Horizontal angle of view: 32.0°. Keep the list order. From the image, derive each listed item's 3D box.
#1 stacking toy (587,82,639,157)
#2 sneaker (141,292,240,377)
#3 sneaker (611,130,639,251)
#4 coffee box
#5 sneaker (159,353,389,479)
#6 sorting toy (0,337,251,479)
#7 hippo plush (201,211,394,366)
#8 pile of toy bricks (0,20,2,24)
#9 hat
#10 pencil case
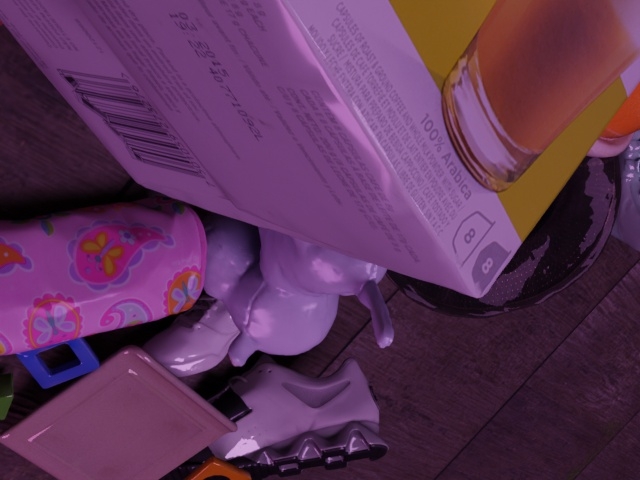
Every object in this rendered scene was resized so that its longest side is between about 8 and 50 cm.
[{"bbox_3d":[0.380,-0.286,0.921,0.480,0.350,0.351,-14,158,32],"label":"stacking toy"},{"bbox_3d":[-0.112,0.074,1.231,0.212,0.080,0.094,-25,128,-33],"label":"sneaker"},{"bbox_3d":[0.473,-0.096,1.542,0.094,0.151,0.255,-16,134,-31],"label":"sneaker"},{"bbox_3d":[-0.004,-0.228,0.661,0.334,0.338,0.337,-50,130,-19],"label":"coffee box"},{"bbox_3d":[-0.094,0.219,1.360,0.331,0.146,0.122,-8,156,-8],"label":"sneaker"},{"bbox_3d":[-0.215,0.197,1.195,0.196,0.047,0.347,-32,130,13],"label":"sorting toy"},{"bbox_3d":[0.000,0.000,1.118,0.234,0.294,0.236,-31,162,-38],"label":"hippo plush"},{"bbox_3d":[-0.189,-0.192,0.832,0.212,0.118,0.105,-32,123,-14],"label":"pile of toy bricks"},{"bbox_3d":[0.170,-0.084,1.252,0.331,0.134,0.331,-4,106,-14],"label":"hat"},{"bbox_3d":[-0.243,0.031,1.018,0.284,0.124,0.124,-13,134,-37],"label":"pencil case"}]
